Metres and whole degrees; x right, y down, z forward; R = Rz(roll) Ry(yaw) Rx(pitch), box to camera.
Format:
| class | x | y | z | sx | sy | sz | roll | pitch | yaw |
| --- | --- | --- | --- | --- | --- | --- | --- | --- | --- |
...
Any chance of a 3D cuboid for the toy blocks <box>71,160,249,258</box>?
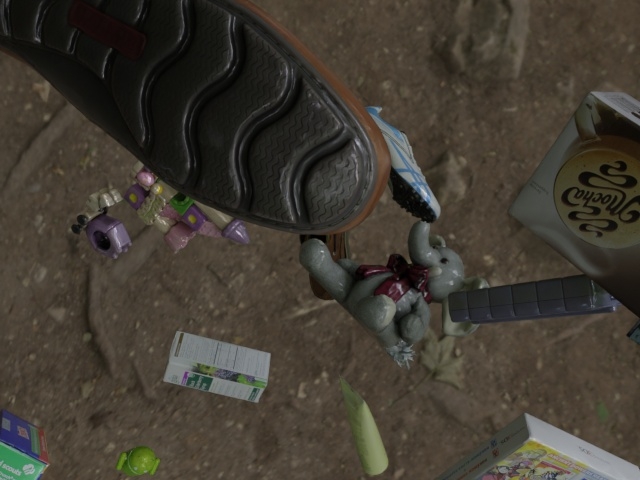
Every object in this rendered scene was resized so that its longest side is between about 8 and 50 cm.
| class | x | y | z | sx | sy | sz | roll | pitch | yaw |
| --- | --- | --- | --- | --- | --- | --- | --- | --- | --- |
| toy blocks | -0.250 | -0.066 | 1.235 | 0.260 | 0.288 | 0.309 | 46 | 37 | -1 |

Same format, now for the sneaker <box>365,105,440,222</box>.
| class | x | y | z | sx | sy | sz | roll | pitch | yaw |
| --- | --- | --- | --- | --- | --- | --- | --- | --- | --- |
| sneaker | 0.137 | -0.136 | 1.078 | 0.086 | 0.085 | 0.237 | -33 | 79 | -16 |

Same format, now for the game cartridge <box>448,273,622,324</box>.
| class | x | y | z | sx | sy | sz | roll | pitch | yaw |
| --- | --- | --- | --- | --- | --- | --- | --- | --- | --- |
| game cartridge | 0.388 | 0.083 | 0.953 | 0.355 | 0.230 | 0.068 | -1 | 77 | -40 |

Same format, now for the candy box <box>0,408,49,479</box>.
| class | x | y | z | sx | sy | sz | roll | pitch | yaw |
| --- | --- | --- | --- | --- | --- | --- | --- | --- | --- |
| candy box | -0.702 | 0.536 | 1.278 | 0.122 | 0.268 | 0.317 | 35 | 75 | -20 |

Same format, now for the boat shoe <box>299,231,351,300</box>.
| class | x | y | z | sx | sy | sz | roll | pitch | yaw |
| --- | --- | --- | --- | --- | --- | --- | --- | --- | --- |
| boat shoe | 0.000 | 0.000 | 1.341 | 0.104 | 0.307 | 0.110 | -20 | 34 | -41 |

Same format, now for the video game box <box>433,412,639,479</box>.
| class | x | y | z | sx | sy | sz | roll | pitch | yaw |
| --- | --- | --- | --- | --- | --- | --- | --- | --- | --- |
| video game box | 0.286 | 0.326 | 0.829 | 0.205 | 0.187 | 0.048 | 28 | 36 | -17 |

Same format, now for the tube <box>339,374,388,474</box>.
| class | x | y | z | sx | sy | sz | roll | pitch | yaw |
| --- | --- | --- | --- | --- | --- | --- | --- | --- | --- |
| tube | 0.091 | 0.388 | 1.296 | 0.062 | 0.070 | 0.240 | -62 | 142 | -50 |

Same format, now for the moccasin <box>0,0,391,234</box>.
| class | x | y | z | sx | sy | sz | roll | pitch | yaw |
| --- | --- | --- | --- | --- | --- | --- | --- | --- | --- |
| moccasin | -0.111 | -0.121 | 0.475 | 0.380 | 0.139 | 0.147 | 26 | 12 | 23 |

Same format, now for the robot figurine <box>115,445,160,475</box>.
| class | x | y | z | sx | sy | sz | roll | pitch | yaw |
| --- | --- | --- | --- | --- | --- | --- | --- | --- | --- |
| robot figurine | -0.452 | 0.545 | 1.545 | 0.101 | 0.115 | 0.067 | 25 | 55 | -28 |

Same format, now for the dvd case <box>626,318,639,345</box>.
| class | x | y | z | sx | sy | sz | roll | pitch | yaw |
| --- | --- | --- | --- | --- | --- | --- | --- | --- | --- |
| dvd case | 0.580 | 0.158 | 1.027 | 0.013 | 0.087 | 0.119 | 31 | 10 | -36 |

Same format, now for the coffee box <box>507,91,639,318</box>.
| class | x | y | z | sx | sy | sz | roll | pitch | yaw |
| --- | --- | --- | --- | --- | --- | --- | --- | --- | --- |
| coffee box | 0.383 | -0.012 | 0.678 | 0.119 | 0.168 | 0.297 | -14 | 51 | -45 |

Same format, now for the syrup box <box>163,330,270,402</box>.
| class | x | y | z | sx | sy | sz | roll | pitch | yaw |
| --- | --- | --- | --- | --- | --- | --- | --- | --- | --- |
| syrup box | -0.247 | 0.304 | 1.498 | 0.236 | 0.093 | 0.096 | 15 | 45 | -11 |

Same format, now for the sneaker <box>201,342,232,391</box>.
| class | x | y | z | sx | sy | sz | roll | pitch | yaw |
| --- | --- | --- | --- | --- | --- | --- | --- | --- | --- |
| sneaker | -0.289 | 0.365 | 1.795 | 0.078 | 0.188 | 0.067 | 48 | 26 | 21 |

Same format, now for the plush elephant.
| class | x | y | z | sx | sy | sz | roll | pitch | yaw |
| --- | --- | --- | --- | --- | --- | --- | --- | --- | --- |
| plush elephant | 0.175 | 0.082 | 1.222 | 0.255 | 0.272 | 0.330 | -44 | 127 | -4 |
